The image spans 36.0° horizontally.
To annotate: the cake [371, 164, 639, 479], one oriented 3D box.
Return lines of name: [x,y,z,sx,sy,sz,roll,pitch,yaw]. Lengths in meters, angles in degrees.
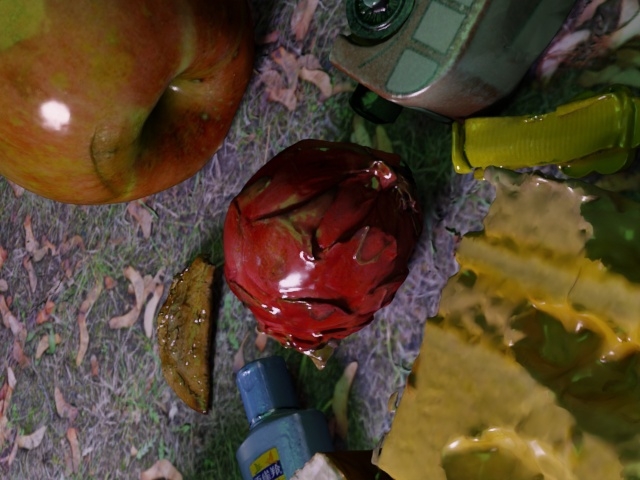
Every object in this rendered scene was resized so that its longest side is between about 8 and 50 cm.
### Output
cake: [0.180,0.132,0.573,0.222,0.227,0.286,24,94,60]

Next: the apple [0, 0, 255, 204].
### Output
apple: [-0.245,-0.212,1.039,0.339,0.339,0.340,-13,70,41]

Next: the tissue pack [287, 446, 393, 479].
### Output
tissue pack: [0.088,0.235,0.666,0.092,0.226,0.183,-49,50,28]

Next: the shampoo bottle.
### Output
shampoo bottle: [-0.022,0.228,0.892,0.104,0.061,0.258,-39,55,29]

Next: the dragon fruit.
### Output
dragon fruit: [0.000,0.000,0.861,0.172,0.172,0.209,51,122,39]

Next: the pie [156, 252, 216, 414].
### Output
pie: [-0.144,0.097,1.064,0.092,0.034,0.170,4,88,42]

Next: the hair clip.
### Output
hair clip: [0.185,-0.079,0.783,0.173,0.046,0.072,-9,76,44]

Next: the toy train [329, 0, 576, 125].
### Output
toy train: [0.134,-0.235,0.821,0.159,0.129,0.326,37,104,37]
